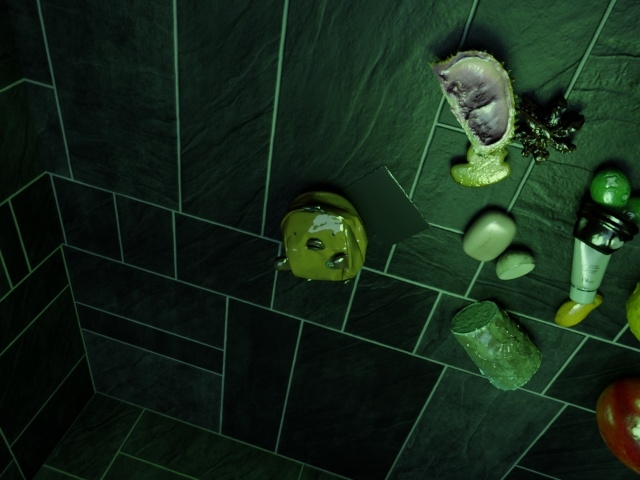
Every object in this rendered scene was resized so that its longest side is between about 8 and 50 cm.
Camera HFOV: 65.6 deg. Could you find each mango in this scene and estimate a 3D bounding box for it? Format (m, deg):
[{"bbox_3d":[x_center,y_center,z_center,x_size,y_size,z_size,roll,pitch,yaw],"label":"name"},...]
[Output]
[{"bbox_3d":[0.938,0.252,1.817,0.098,0.075,0.190,26,128,-22],"label":"mango"}]

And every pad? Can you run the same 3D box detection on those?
[{"bbox_3d":[0.239,-0.117,1.812,0.202,0.005,0.300,-28,113,33],"label":"pad"}]

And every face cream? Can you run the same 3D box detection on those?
[{"bbox_3d":[0.917,0.066,1.686,0.143,0.089,0.315,5,116,15],"label":"face cream"}]

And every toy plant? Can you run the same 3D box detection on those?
[{"bbox_3d":[0.889,-0.087,1.521,0.218,0.175,0.235,29,98,-14],"label":"toy plant"}]

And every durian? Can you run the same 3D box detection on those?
[{"bbox_3d":[0.471,-0.410,1.425,0.191,0.112,0.341,-27,102,29],"label":"durian"}]

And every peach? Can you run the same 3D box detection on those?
[{"bbox_3d":[1.259,0.717,1.881,0.387,0.388,0.389,9,129,12],"label":"peach"}]

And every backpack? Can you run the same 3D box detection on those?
[{"bbox_3d":[-0.001,-0.004,1.855,0.353,0.201,0.378,-3,128,15],"label":"backpack"}]

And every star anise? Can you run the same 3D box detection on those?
[{"bbox_3d":[0.649,-0.315,1.447,0.220,0.126,0.190,0,130,15],"label":"star anise"}]

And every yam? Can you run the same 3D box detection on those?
[{"bbox_3d":[0.685,0.406,1.937,0.241,0.241,0.348,-32,110,35],"label":"yam"}]

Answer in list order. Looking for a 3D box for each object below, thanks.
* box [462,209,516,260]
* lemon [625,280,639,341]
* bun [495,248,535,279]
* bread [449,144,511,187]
[{"bbox_3d":[0.583,-0.015,1.720,0.145,0.088,0.200,27,129,-2],"label":"box"},{"bbox_3d":[1.153,0.250,1.634,0.253,0.253,0.310,-37,92,36],"label":"lemon"},{"bbox_3d":[0.682,0.074,1.760,0.138,0.094,0.138,-11,151,-6],"label":"bun"},{"bbox_3d":[0.508,-0.250,1.588,0.187,0.065,0.150,-13,111,30],"label":"bread"}]
